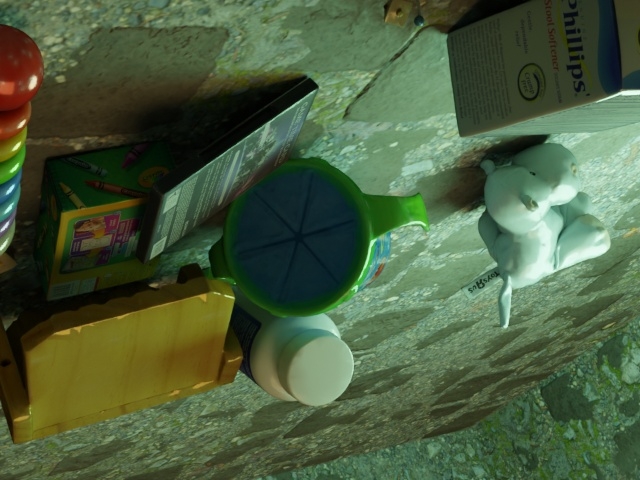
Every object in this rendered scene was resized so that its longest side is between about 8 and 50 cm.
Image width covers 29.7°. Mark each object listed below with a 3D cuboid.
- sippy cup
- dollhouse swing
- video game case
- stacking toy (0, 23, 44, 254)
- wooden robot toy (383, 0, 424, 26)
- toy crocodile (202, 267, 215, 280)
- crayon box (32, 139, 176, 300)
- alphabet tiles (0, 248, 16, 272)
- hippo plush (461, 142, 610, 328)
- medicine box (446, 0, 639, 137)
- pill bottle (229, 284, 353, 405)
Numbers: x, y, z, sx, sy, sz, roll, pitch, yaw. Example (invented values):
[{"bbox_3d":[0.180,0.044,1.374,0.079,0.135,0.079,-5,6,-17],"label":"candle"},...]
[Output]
[{"bbox_3d":[0.000,0.000,1.843,0.240,0.306,0.224,-70,160,4],"label":"sippy cup"},{"bbox_3d":[-0.316,0.100,1.784,0.347,0.315,0.305,-14,136,-19],"label":"dollhouse swing"},{"bbox_3d":[-0.125,-0.091,1.597,0.274,0.026,0.196,-39,169,-29],"label":"video game case"},{"bbox_3d":[-0.382,-0.109,1.331,0.141,0.141,0.330,-8,150,-31],"label":"stacking toy"},{"bbox_3d":[0.114,-0.321,1.369,0.173,0.079,0.076,-49,134,1],"label":"wooden robot toy"},{"bbox_3d":[-0.235,0.134,2.075,0.341,0.105,0.115,-20,159,-2],"label":"toy crocodile"},{"bbox_3d":[-0.298,-0.023,1.665,0.165,0.081,0.278,-13,157,-23],"label":"crayon box"},{"bbox_3d":[-0.577,0.059,1.683,0.284,0.021,0.278,-22,159,1],"label":"alphabet tiles"},{"bbox_3d":[0.343,-0.058,2.105,0.294,0.234,0.236,-33,130,-12],"label":"hippo plush"},{"bbox_3d":[0.360,-0.232,1.568,0.264,0.149,0.289,-5,176,-36],"label":"medicine box"},{"bbox_3d":[-0.060,0.162,1.899,0.152,0.152,0.272,-11,-160,-25],"label":"pill bottle"}]
